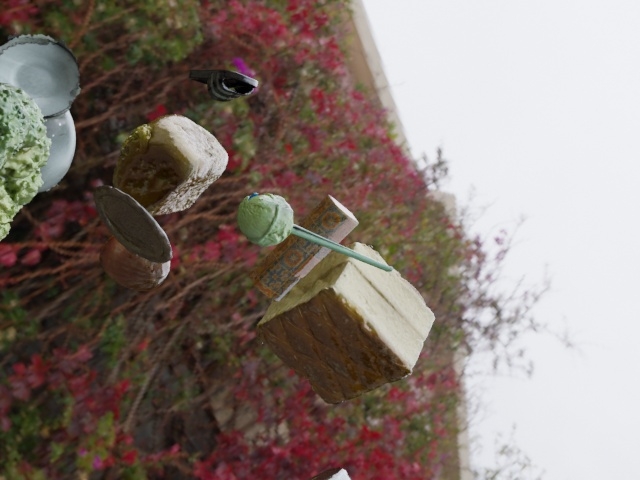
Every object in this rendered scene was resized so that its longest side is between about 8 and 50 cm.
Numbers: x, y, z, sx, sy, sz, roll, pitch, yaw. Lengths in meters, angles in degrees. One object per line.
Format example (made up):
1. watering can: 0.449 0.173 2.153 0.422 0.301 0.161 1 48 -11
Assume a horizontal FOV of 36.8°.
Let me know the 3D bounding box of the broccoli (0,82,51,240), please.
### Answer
1. broccoli: -0.412 -0.074 1.056 0.254 0.302 0.186 -22 -80 15

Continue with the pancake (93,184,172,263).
1. pancake: -0.366 -0.029 1.863 0.199 0.021 0.199 28 -33 20

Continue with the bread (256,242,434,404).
1. bread: 0.054 0.180 2.106 0.279 0.207 0.279 45 -45 -11

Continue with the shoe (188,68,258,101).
1. shoe: -0.174 -0.266 1.681 0.179 0.071 0.049 14 -90 50

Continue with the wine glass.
1. wine glass: -0.547 -0.224 1.809 0.190 0.190 0.357 55 -28 5

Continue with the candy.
1. candy: 0.000 0.000 1.679 0.093 0.335 0.092 -58 -146 16

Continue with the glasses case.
1. glasses case: -0.031 0.018 1.809 0.075 0.218 0.049 38 12 -38

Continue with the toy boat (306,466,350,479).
1. toy boat: 0.017 0.542 1.979 0.114 0.262 0.115 -23 -98 12

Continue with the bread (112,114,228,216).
1. bread: -0.323 -0.163 2.017 0.195 0.246 0.176 -41 -95 15

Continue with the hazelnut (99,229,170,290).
1. hazelnut: -0.448 0.039 2.335 0.182 0.182 0.182 25 -50 34
